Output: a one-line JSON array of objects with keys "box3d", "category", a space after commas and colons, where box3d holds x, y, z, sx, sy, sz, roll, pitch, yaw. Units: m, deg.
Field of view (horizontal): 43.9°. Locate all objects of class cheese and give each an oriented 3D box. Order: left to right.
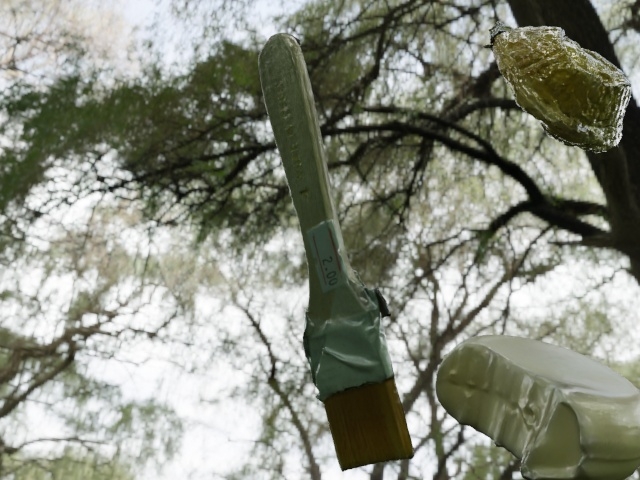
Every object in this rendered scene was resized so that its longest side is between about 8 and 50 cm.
[{"box3d": [0.200, 0.126, 0.643, 0.163, 0.071, 0.249, 21, 11, 38], "category": "cheese"}]

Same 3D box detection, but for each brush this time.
[{"box3d": [0.000, 0.000, 0.595, 0.020, 0.337, 0.085, -3, -15, -45], "category": "brush"}]

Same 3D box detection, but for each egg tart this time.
[{"box3d": [0.346, -0.227, 1.104, 0.252, 0.232, 0.098, 31, -51, -16], "category": "egg tart"}]

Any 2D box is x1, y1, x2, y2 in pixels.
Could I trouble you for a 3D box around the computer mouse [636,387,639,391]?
[{"box3d": [0.316, 0.195, 0.866, 0.096, 0.066, 0.039, -19, -26, -6], "category": "computer mouse"}]
